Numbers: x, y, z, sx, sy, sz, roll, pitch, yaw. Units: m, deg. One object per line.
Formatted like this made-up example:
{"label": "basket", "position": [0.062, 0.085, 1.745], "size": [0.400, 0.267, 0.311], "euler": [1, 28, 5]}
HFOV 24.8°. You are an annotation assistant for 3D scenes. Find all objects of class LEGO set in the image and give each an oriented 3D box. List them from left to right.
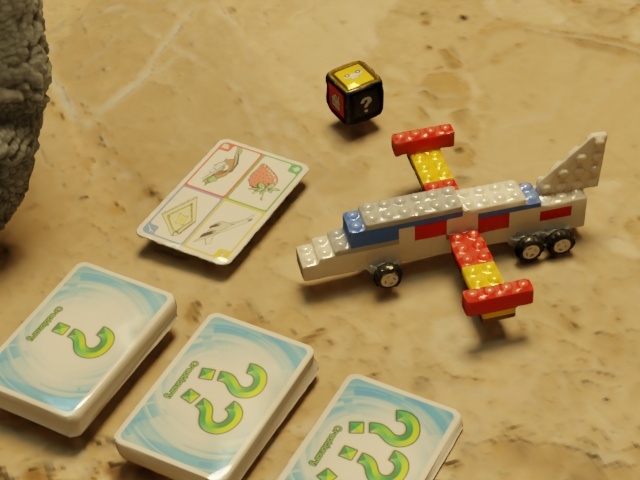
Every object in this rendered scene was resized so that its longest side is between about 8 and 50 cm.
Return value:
{"label": "LEGO set", "position": [0.000, 0.000, 0.603], "size": [0.182, 0.060, 0.244], "euler": [19, 47, 22]}

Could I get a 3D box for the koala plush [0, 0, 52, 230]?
{"label": "koala plush", "position": [-0.233, -0.081, 0.668], "size": [0.196, 0.203, 0.221], "euler": [-16, 20, -24]}
